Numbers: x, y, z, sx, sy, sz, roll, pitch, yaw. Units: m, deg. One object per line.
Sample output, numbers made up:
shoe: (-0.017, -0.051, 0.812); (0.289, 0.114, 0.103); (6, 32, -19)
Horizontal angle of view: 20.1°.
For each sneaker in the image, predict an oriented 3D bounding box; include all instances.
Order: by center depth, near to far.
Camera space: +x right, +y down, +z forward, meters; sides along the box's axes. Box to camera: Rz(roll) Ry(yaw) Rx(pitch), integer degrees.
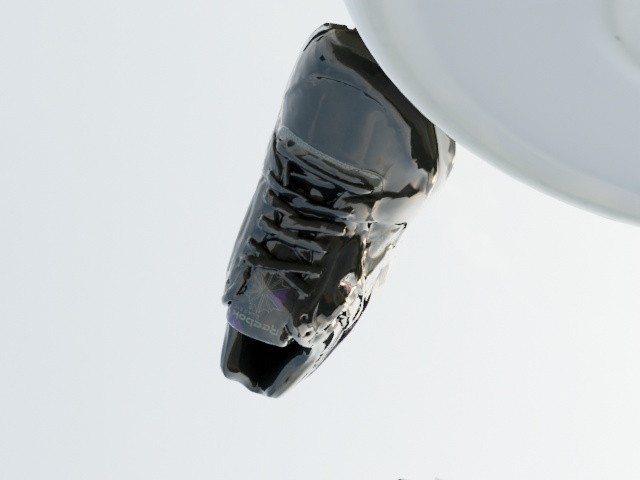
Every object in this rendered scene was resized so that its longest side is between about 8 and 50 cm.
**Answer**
sneaker: (0.000, 0.000, 1.071); (0.107, 0.283, 0.124); (26, -125, 11)

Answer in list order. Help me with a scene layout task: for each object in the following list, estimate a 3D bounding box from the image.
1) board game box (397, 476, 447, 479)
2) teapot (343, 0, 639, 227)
board game box: (0.143, 0.245, 1.489); (0.194, 0.194, 0.060); (20, -95, -55)
teapot: (0.123, -0.133, 0.503); (0.256, 0.252, 0.187); (81, -160, -57)
